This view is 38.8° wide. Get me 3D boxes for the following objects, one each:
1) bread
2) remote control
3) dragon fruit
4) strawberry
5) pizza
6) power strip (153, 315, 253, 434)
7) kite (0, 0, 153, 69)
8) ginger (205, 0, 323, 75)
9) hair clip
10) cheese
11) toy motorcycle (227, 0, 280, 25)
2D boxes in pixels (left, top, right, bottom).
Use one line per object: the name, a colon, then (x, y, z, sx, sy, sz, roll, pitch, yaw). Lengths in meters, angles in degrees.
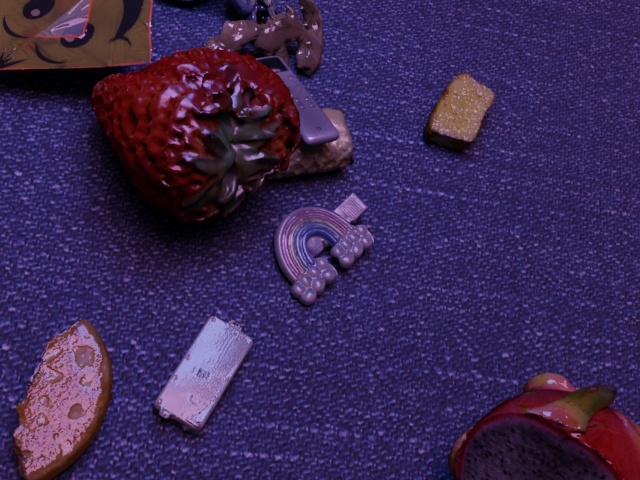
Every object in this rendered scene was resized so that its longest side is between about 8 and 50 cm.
bread: (0.269, -0.244, 1.777, 0.103, 0.065, 0.187, 28, 53, -2)
remote control: (-0.050, -0.253, 1.596, 0.067, 0.029, 0.261, -13, 47, -23)
dragon fruit: (0.363, 0.331, 1.317, 0.225, 0.305, 0.305, -23, 68, -46)
strawberry: (-0.212, -0.188, 1.471, 0.312, 0.267, 0.351, -25, 37, -36)
pizza: (-0.357, 0.225, 1.268, 0.127, 0.058, 0.246, 9, 58, -15)
power strip: (-0.173, 0.199, 1.362, 0.081, 0.035, 0.192, 30, 55, 1)
kite: (-0.438, -0.388, 1.548, 0.377, 0.013, 0.327, 35, 67, 16)
ginger: (-0.091, -0.367, 1.717, 0.258, 0.065, 0.149, -26, 95, -29)
hair clip: (0.000, 0.000, 1.544, 0.140, 0.054, 0.220, 46, 60, 5)
cheese: (-0.035, -0.172, 1.612, 0.167, 0.094, 0.123, -8, 69, -19)
toy motorcycle: (-0.138, -0.481, 1.745, 0.124, 0.061, 0.193, -21, 108, -34)
